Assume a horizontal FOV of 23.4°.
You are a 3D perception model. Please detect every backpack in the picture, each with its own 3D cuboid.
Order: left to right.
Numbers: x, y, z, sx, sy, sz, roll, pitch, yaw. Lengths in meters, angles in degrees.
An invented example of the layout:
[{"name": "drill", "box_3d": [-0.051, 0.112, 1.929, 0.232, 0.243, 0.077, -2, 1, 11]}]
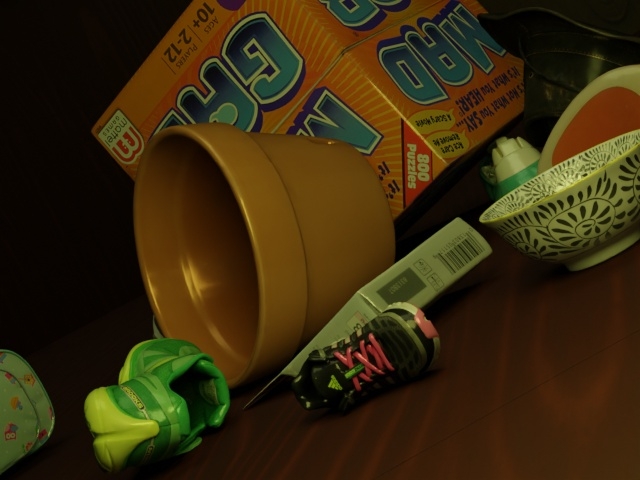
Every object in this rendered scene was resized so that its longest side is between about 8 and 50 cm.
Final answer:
[{"name": "backpack", "box_3d": [-0.442, 0.231, 2.007, 0.144, 0.166, 0.188, -22, 12, 47]}]

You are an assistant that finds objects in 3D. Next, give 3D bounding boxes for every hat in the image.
[{"name": "hat", "box_3d": [0.313, -0.162, 1.811, 0.331, 0.331, 0.134, -174, 102, -81]}]

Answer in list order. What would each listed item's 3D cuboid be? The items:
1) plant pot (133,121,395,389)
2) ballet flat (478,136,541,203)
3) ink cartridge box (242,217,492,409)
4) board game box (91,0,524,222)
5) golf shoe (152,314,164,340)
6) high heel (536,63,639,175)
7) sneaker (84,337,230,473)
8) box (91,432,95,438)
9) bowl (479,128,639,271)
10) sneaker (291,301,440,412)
[{"name": "plant pot", "box_3d": [-0.053, 0.002, 1.704, 0.203, 0.291, 0.291, -13, -4, -30]}, {"name": "ballet flat", "box_3d": [0.234, -0.083, 1.873, 0.083, 0.087, 0.247, -30, 5, -1]}, {"name": "ink cartridge box", "box_3d": [0.046, 0.089, 1.531, 0.189, 0.066, 0.232, -35, -13, -47]}, {"name": "board game box", "box_3d": [0.007, -0.170, 1.983, 0.356, 0.356, 0.356, -46, -6, 35]}, {"name": "golf shoe", "box_3d": [-0.104, 0.088, 1.831, 0.198, 0.094, 0.077, -10, 6, -2]}, {"name": "high heel", "box_3d": [0.414, -0.144, 1.647, 0.377, 0.127, 0.181, -31, -25, 21]}, {"name": "sneaker", "box_3d": [-0.146, 0.165, 1.544, 0.123, 0.110, 0.295, -9, 8, 7]}, {"name": "box", "box_3d": [-0.202, 0.187, 1.836, 0.105, 0.043, 0.179, -27, 4, 11]}, {"name": "bowl", "box_3d": [0.231, -0.024, 1.348, 0.170, 0.080, 0.170, -28, 5, 2]}, {"name": "sneaker", "box_3d": [0.033, 0.104, 1.274, 0.074, 0.063, 0.170, -32, 1, -37]}]
